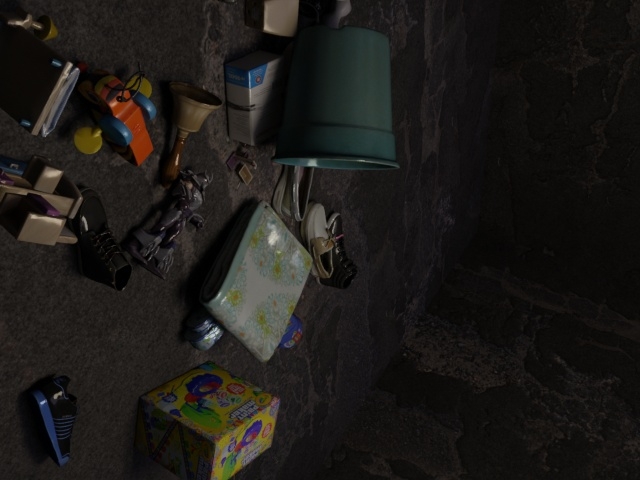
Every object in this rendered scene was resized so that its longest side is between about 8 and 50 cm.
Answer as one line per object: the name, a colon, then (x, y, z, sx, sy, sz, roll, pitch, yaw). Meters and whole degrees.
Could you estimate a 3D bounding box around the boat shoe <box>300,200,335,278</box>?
boat shoe: (0.000, 0.000, 2.229, 0.113, 0.103, 0.302, -44, 144, -40)

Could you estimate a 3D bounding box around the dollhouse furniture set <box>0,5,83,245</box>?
dollhouse furniture set: (-0.438, -0.189, 1.074, 0.303, 0.286, 0.198, -60, 155, 9)

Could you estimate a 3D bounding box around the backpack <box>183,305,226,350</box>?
backpack: (-0.330, 0.245, 1.804, 0.114, 0.105, 0.084, -54, 128, -26)

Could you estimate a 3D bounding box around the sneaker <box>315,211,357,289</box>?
sneaker: (0.078, 0.047, 2.363, 0.104, 0.146, 0.296, -22, 126, -53)

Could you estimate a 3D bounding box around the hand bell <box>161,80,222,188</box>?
hand bell: (-0.327, -0.232, 1.489, 0.126, 0.126, 0.242, -16, 137, -58)

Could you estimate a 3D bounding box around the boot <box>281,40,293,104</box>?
boot: (-0.083, -0.460, 1.801, 0.086, 0.069, 0.190, 2, 105, -85)

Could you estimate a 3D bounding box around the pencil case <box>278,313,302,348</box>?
pencil case: (-0.159, 0.263, 2.113, 0.133, 0.119, 0.306, -42, 150, -5)

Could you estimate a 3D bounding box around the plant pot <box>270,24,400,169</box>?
plant pot: (0.048, -0.363, 1.675, 0.341, 0.341, 0.334, 0, 94, -62)

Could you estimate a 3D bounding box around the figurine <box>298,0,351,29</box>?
figurine: (0.022, -0.668, 1.810, 0.209, 0.092, 0.215, -63, 154, -20)

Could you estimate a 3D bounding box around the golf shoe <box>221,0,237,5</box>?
golf shoe: (-0.172, -0.631, 1.480, 0.198, 0.077, 0.094, -54, 150, -29)

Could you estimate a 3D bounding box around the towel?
towel: (-0.171, 0.114, 1.856, 0.320, 0.090, 0.375, 52, 50, -38)

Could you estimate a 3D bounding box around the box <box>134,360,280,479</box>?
box: (-0.319, 0.520, 1.824, 0.290, 0.279, 0.177, -21, 127, -57)

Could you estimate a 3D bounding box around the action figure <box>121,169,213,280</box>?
action figure: (-0.344, -0.055, 1.550, 0.285, 0.099, 0.185, -57, 158, -16)

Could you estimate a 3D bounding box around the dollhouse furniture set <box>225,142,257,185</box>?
dollhouse furniture set: (-0.185, -0.204, 1.760, 0.091, 0.081, 0.114, -58, 152, -19)

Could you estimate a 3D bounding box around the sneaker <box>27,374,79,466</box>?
sneaker: (-0.591, 0.412, 1.458, 0.090, 0.081, 0.232, -30, 134, -41)

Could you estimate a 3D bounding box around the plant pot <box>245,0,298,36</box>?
plant pot: (-0.127, -0.567, 1.589, 0.096, 0.109, 0.109, -22, 129, -38)

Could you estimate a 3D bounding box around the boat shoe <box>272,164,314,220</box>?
boat shoe: (-0.053, -0.222, 1.968, 0.118, 0.103, 0.321, 8, 102, -63)

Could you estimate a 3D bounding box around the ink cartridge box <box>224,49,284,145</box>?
ink cartridge box: (-0.168, -0.371, 1.665, 0.148, 0.085, 0.203, -40, 142, -45)

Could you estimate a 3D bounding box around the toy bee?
toy bee: (-0.406, -0.277, 1.258, 0.195, 0.162, 0.298, -52, 175, -45)

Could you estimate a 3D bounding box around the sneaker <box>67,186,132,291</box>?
sneaker: (-0.458, -0.002, 1.360, 0.083, 0.118, 0.222, -38, 140, -45)
